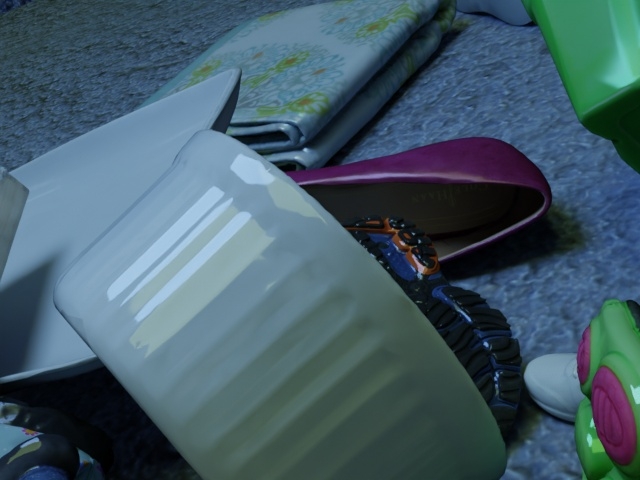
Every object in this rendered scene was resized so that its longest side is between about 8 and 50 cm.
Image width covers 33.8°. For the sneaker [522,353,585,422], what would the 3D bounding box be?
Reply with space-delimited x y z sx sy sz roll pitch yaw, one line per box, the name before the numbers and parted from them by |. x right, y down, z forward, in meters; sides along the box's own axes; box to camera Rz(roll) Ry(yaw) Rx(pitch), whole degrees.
sneaker | 0.191 0.083 0.660 0.152 0.061 0.053 3 40 45

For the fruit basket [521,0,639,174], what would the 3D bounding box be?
fruit basket | 0.364 -0.227 0.785 0.392 0.283 0.392 -39 32 30

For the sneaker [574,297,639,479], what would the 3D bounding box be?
sneaker | 0.260 0.160 0.390 0.202 0.185 0.483 -14 27 -17

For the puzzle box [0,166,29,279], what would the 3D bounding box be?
puzzle box | -0.414 0.127 0.879 0.409 0.052 0.272 -38 27 18

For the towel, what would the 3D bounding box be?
towel | -0.042 -0.196 1.326 0.320 0.090 0.374 3 38 38

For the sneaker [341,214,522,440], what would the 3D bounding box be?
sneaker | 0.077 0.071 0.766 0.083 0.087 0.221 -9 39 -16

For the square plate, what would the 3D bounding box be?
square plate | -0.236 0.018 0.925 0.347 0.049 0.344 -19 36 31

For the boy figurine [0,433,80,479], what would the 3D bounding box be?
boy figurine | -0.098 0.225 0.542 0.092 0.177 0.285 -38 41 -6

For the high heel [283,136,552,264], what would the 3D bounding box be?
high heel | 0.000 0.000 0.882 0.377 0.127 0.181 -26 16 -7

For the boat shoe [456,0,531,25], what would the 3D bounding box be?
boat shoe | 0.231 -0.327 1.328 0.070 0.078 0.219 -32 26 -9

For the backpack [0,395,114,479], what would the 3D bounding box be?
backpack | -0.232 0.198 0.725 0.152 0.115 0.182 11 44 3

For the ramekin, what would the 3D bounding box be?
ramekin | -0.034 0.081 0.632 0.135 0.277 0.277 -41 30 -13
